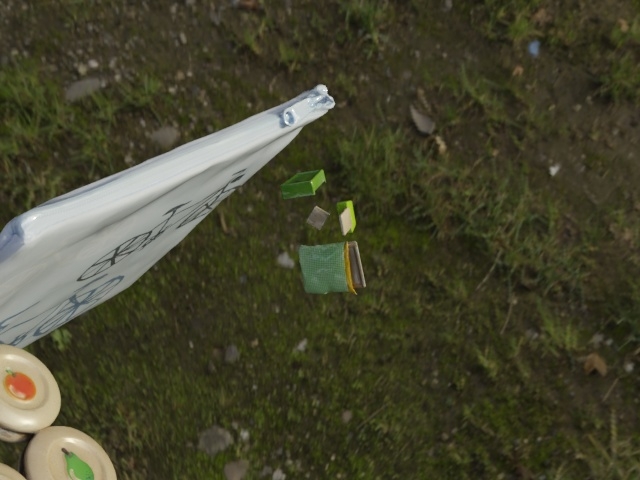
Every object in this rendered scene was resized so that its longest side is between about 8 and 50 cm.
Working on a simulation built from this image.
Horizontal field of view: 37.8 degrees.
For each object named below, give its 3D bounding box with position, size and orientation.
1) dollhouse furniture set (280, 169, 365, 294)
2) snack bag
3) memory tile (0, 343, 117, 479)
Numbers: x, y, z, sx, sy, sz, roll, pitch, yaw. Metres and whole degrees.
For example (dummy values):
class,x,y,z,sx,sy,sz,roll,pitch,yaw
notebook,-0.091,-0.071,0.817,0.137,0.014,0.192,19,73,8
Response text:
class,x,y,z,sx,sy,sz,roll,pitch,yaw
dollhouse furniture set,0.000,0.000,1.047,0.076,0.058,0.152,-6,107,18
snack bag,-0.179,0.015,0.672,0.037,0.342,0.323,55,39,2
memory tile,-0.111,0.087,0.275,0.012,0.148,0.113,-44,77,24
